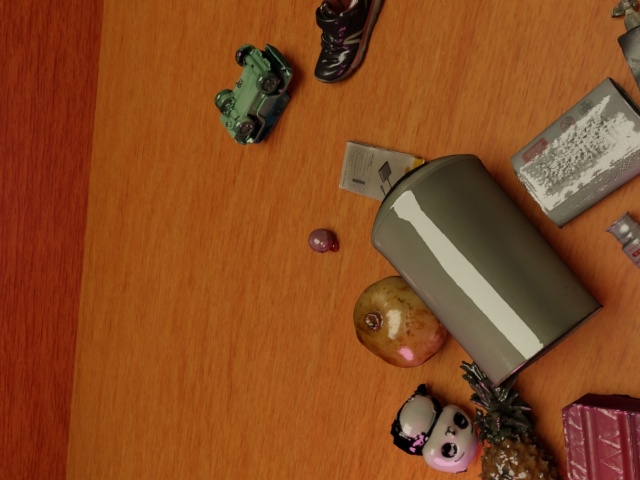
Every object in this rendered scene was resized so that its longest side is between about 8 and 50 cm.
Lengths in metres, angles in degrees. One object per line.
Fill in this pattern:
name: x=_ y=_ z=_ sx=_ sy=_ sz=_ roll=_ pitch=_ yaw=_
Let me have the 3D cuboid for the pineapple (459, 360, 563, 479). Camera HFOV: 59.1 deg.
pineapple: x=0.380 y=0.403 z=1.148 sx=0.169 sy=0.169 sz=0.341 roll=-31 pitch=66 yaw=41

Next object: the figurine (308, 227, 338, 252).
figurine: x=0.000 y=0.000 z=1.530 sx=0.083 sy=0.071 sz=0.067 roll=9 pitch=98 yaw=45

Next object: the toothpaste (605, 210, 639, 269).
toothpaste: x=0.600 y=0.049 z=0.973 sx=0.234 sy=0.057 sz=0.089 roll=49 pitch=125 yaw=17

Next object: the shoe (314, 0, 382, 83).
shoe: x=0.050 y=-0.528 z=1.399 sx=0.114 sy=0.137 sz=0.291 roll=43 pitch=122 yaw=34

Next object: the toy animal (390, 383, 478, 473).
toy animal: x=0.265 y=0.420 z=1.257 sx=0.179 sy=0.138 sz=0.166 roll=21 pitch=65 yaw=33

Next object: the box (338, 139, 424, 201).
box: x=0.152 y=-0.164 z=1.398 sx=0.247 sy=0.033 sz=0.129 roll=23 pitch=108 yaw=41

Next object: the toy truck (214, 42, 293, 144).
toy truck: x=-0.186 y=-0.417 z=1.621 sx=0.155 sy=0.156 sz=0.279 roll=54 pitch=126 yaw=27

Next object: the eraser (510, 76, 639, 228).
eraser: x=0.488 y=-0.157 z=1.042 sx=0.227 sy=0.081 sz=0.174 roll=-43 pitch=68 yaw=36

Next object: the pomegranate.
pomegranate: x=0.176 y=0.185 z=1.279 sx=0.215 sy=0.215 sz=0.216 roll=4 pitch=96 yaw=44

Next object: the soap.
soap: x=0.537 y=0.413 z=1.022 sx=0.162 sy=0.099 sz=0.250 roll=-4 pitch=90 yaw=44

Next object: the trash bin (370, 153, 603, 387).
trash bin: x=0.300 y=0.037 z=1.108 sx=0.432 sy=0.280 sz=0.280 roll=54 pitch=126 yaw=23

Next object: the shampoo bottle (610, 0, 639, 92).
shampoo bottle: x=0.560 y=-0.324 z=0.977 sx=0.063 sy=0.057 sz=0.208 roll=-26 pitch=73 yaw=50
